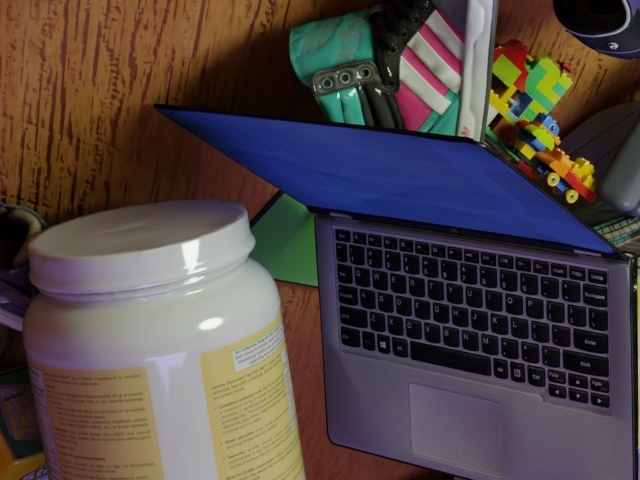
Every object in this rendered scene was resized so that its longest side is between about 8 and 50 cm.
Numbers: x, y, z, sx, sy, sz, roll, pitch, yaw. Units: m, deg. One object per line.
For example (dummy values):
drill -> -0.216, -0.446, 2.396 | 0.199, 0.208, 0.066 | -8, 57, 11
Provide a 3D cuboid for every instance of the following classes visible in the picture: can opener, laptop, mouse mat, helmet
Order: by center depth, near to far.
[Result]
helmet -> 0.285, -0.238, 1.569 | 0.169, 0.169, 0.162 | -13, 131, -7
laptop -> 0.072, 0.067, 1.684 | 0.382, 0.408, 0.236 | 10, -161, 41
can opener -> 0.369, -0.142, 1.750 | 0.280, 0.093, 0.074 | -56, 148, 10
mouse mat -> 0.000, 0.000, 1.932 | 0.189, 0.007, 0.152 | 11, 138, -37

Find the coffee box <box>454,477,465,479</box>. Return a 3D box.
coffee box -> 0.336, 0.310, 2.210 | 0.338, 0.334, 0.338 | -9, 148, 4

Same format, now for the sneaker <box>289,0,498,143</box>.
sneaker -> 0.062, -0.190, 1.584 | 0.178, 0.124, 0.296 | 5, 121, 2

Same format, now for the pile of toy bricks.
pile of toy bricks -> 0.202, -0.135, 1.759 | 0.212, 0.118, 0.105 | 38, 91, -34

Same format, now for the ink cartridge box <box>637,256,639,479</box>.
ink cartridge box -> 0.347, 0.167, 1.935 | 0.307, 0.072, 0.304 | -18, 111, -2

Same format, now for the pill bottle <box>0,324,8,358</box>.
pill bottle -> -0.389, 0.134, 1.858 | 0.108, 0.108, 0.180 | 0, 143, -25

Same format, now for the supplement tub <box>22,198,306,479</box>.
supplement tub -> -0.144, 0.146, 1.685 | 0.241, 0.241, 0.331 | -10, 104, -11

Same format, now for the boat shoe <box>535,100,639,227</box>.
boat shoe -> 0.285, -0.060, 1.907 | 0.302, 0.109, 0.094 | -27, 162, 31

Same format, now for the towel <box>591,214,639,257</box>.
towel -> 0.246, 0.039, 1.969 | 0.370, 0.040, 0.271 | -24, 168, 19

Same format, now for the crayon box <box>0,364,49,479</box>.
crayon box -> -0.301, 0.232, 1.936 | 0.313, 0.106, 0.363 | -43, 163, 32

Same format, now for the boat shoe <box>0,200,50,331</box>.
boat shoe -> -0.297, 0.013, 1.730 | 0.285, 0.103, 0.092 | 25, 134, -39
